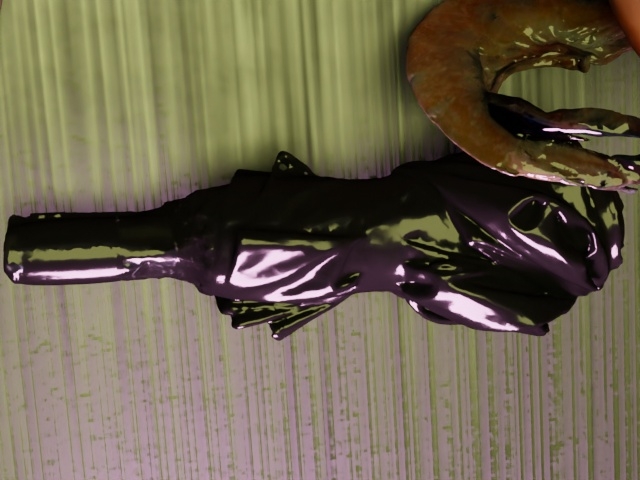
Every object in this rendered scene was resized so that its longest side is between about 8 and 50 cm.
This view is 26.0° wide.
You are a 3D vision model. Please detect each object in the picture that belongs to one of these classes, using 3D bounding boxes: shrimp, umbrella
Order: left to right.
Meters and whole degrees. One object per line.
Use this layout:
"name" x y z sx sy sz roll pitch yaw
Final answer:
"umbrella" 0.000 0.000 0.762 0.340 0.118 0.118 -1 101 -10
"shrimp" 0.159 -0.095 0.764 0.219 0.152 0.046 -12 140 -16

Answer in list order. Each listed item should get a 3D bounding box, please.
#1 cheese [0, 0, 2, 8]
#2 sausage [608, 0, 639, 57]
"cheese" -0.201 -0.116 0.728 0.065 0.043 0.194 9 101 -9
"sausage" 0.309 -0.198 0.698 0.287 0.233 0.233 -12 104 -21
